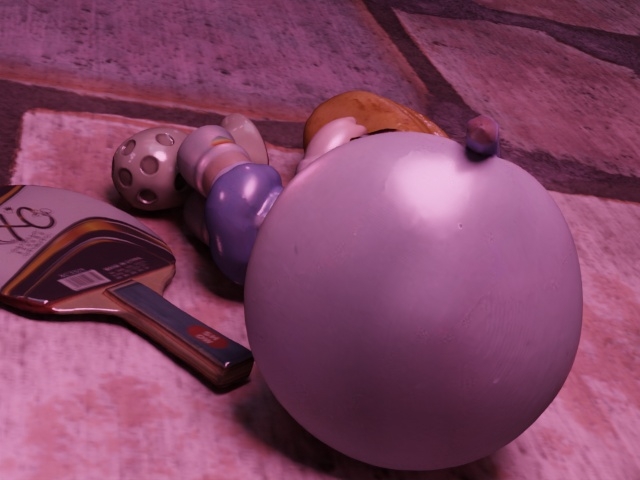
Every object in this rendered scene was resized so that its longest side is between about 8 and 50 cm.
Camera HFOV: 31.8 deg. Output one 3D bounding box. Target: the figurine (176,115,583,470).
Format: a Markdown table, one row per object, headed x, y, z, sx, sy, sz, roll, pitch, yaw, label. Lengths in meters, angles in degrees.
| x | y | z | sx | sy | sz | roll | pitch | yaw | label |
| --- | --- | --- | --- | --- | --- | --- | --- | --- | --- |
| 0.001 | 0.028 | 0.806 | 0.205 | 0.225 | 0.381 | -18 | 15 | -31 | figurine |

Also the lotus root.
| x | y | z | sx | sy | sz | roll | pitch | yaw | label |
| --- | --- | --- | --- | --- | --- | --- | --- | --- | --- |
| 0.051 | -0.081 | 1.064 | 0.221 | 0.118 | 0.125 | 38 | 2 | 43 | lotus root |

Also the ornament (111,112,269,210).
| x | y | z | sx | sy | sz | roll | pitch | yaw | label |
| --- | --- | --- | --- | --- | --- | --- | --- | --- | --- |
| -0.119 | -0.067 | 0.998 | 0.081 | 0.075 | 0.156 | -20 | 1 | 39 | ornament |

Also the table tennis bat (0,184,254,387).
| x | y | z | sx | sy | sz | roll | pitch | yaw | label |
| --- | --- | --- | --- | --- | --- | --- | --- | --- | --- |
| -0.171 | 0.027 | 0.841 | 0.301 | 0.022 | 0.173 | 30 | 30 | 30 | table tennis bat |
